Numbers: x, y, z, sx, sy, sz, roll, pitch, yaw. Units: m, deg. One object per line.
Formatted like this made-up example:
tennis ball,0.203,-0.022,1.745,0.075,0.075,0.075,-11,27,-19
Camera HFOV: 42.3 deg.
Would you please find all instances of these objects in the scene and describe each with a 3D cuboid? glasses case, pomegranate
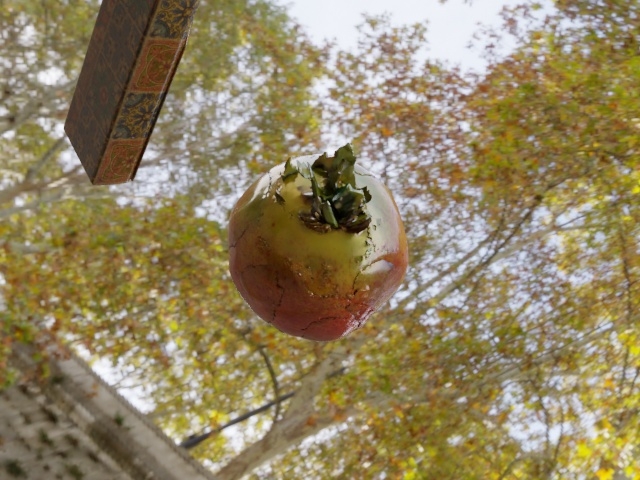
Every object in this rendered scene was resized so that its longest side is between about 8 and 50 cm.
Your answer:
glasses case,-0.146,-0.148,0.659,0.075,0.049,0.218,55,-47,28
pomegranate,0.000,0.000,0.919,0.210,0.210,0.235,50,-31,21
